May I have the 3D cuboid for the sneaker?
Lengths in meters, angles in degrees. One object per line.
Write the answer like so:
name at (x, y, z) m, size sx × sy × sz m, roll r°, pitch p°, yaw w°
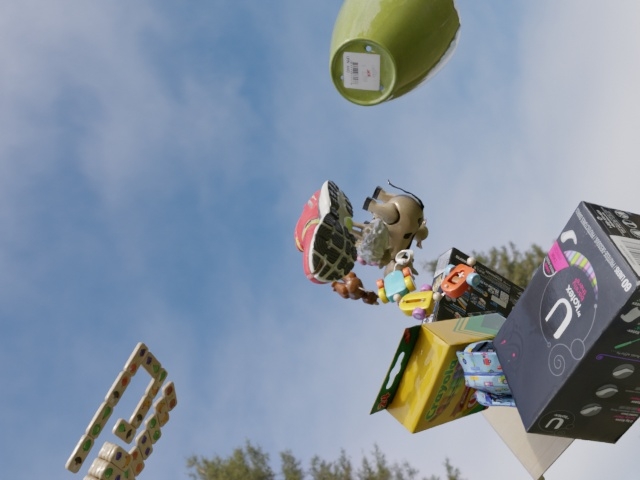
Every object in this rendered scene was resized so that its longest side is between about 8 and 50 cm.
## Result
sneaker at (0.000, 0.000, 1.224) m, size 0.107 × 0.118 × 0.279 m, roll 42°, pitch -150°, yaw -22°

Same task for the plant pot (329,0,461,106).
plant pot at (0.129, -0.397, 1.292) m, size 0.293 × 0.274 × 0.275 m, roll -59°, pitch -37°, yaw -48°

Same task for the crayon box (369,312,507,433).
crayon box at (0.255, 0.259, 1.228) m, size 0.318 × 0.081 × 0.202 m, roll -1°, pitch -63°, yaw -42°

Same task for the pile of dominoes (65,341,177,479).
pile of dominoes at (-0.325, 0.336, 1.096) m, size 0.196 × 0.040 × 0.251 m, roll 69°, pitch -142°, yaw -49°

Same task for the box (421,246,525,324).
box at (0.411, 0.208, 1.603) m, size 0.295 × 0.073 × 0.293 m, roll 30°, pitch -123°, yaw -11°

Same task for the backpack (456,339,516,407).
backpack at (0.324, 0.230, 1.081) m, size 0.173 × 0.158 × 0.117 m, roll 14°, pitch -106°, yaw -48°

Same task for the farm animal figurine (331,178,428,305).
farm animal figurine at (0.176, 0.005, 1.505) m, size 0.330 × 0.172 × 0.327 m, roll -55°, pitch -16°, yaw -39°

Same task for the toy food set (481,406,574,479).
toy food set at (0.512, 0.383, 1.440) m, size 0.092 × 0.220 × 0.306 m, roll -4°, pitch -48°, yaw -35°

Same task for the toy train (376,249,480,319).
toy train at (0.164, 0.072, 0.957) m, size 0.125 × 0.166 × 0.046 m, roll -46°, pitch -59°, yaw -18°

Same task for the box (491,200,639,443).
box at (0.358, 0.111, 0.804) m, size 0.143 × 0.165 × 0.270 m, roll 10°, pitch -55°, yaw -12°
